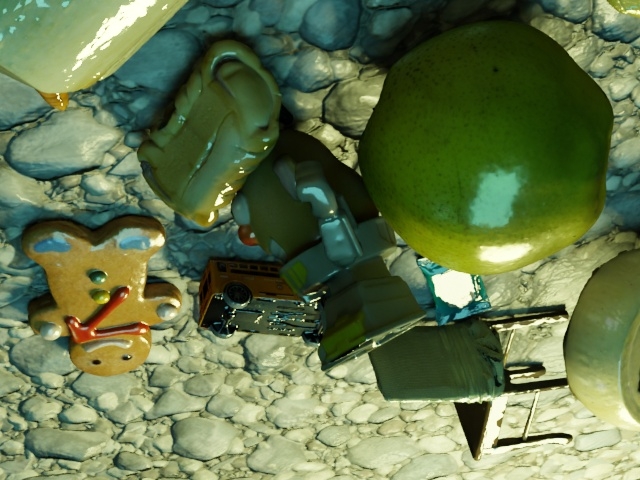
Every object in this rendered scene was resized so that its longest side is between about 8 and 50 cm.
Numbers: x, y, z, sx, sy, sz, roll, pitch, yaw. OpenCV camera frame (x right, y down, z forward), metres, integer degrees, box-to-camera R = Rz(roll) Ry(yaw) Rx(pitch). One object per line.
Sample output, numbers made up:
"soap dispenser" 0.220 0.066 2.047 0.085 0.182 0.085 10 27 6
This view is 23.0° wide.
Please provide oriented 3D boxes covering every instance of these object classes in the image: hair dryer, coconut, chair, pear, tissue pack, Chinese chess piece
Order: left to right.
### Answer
"coconut" -0.249 -0.290 1.443 0.323 0.323 0.323 -7 141 -6
"hair dryer" -0.082 -0.151 1.863 0.083 0.031 0.079 -14 152 25
"tissue pack" 0.185 0.059 2.182 0.085 0.028 0.138 -18 136 2
"chair" 0.211 0.208 2.267 0.319 0.160 0.186 -5 139 -13
"pear" 0.186 -0.107 1.794 0.294 0.294 0.294 -7 141 -6
"Chinese chess piece" 0.451 0.137 2.179 0.257 0.104 0.257 -14 111 -39

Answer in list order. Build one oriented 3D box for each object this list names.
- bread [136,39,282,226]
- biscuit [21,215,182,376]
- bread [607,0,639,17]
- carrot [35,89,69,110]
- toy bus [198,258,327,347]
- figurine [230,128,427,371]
"bread" -0.121 -0.119 1.813 0.081 0.134 0.225 -19 158 -50
"biscuit" -0.284 0.085 2.079 0.205 0.049 0.324 -5 142 -10
"bread" 0.353 -0.322 1.715 0.125 0.086 0.156 14 132 -19
"carrot" -0.332 -0.221 1.686 0.066 0.062 0.271 -53 139 -3
"toy bus" -0.062 0.080 2.094 0.195 0.088 0.083 7 138 -19
"figurine" 0.001 0.000 1.872 0.167 0.285 0.342 -22 173 -27
